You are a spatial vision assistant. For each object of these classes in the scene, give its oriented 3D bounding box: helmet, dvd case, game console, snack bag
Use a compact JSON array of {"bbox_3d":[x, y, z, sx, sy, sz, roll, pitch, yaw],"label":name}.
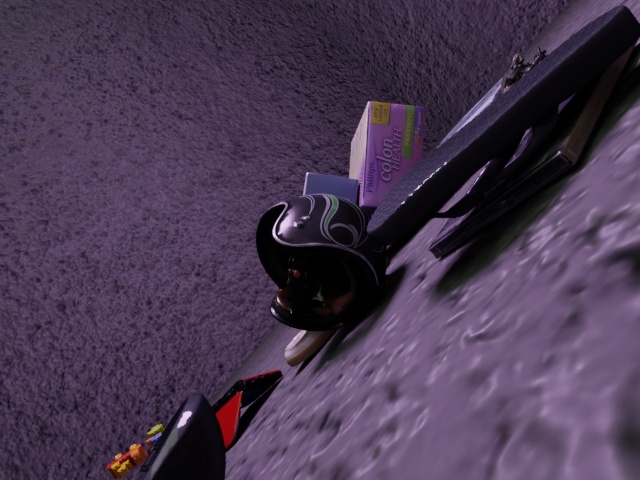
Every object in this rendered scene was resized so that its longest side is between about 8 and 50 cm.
[{"bbox_3d":[-0.001,0.018,0.580,0.169,0.169,0.161,-48,20,21],"label":"helmet"},{"bbox_3d":[0.195,-0.088,0.420,0.221,0.018,0.164,-49,-2,-32],"label":"dvd case"},{"bbox_3d":[-0.125,0.281,0.717,0.124,0.085,0.144,-3,-34,-42],"label":"game console"},{"bbox_3d":[0.468,-0.374,1.409,0.342,0.037,0.323,-48,-1,-41],"label":"snack bag"}]

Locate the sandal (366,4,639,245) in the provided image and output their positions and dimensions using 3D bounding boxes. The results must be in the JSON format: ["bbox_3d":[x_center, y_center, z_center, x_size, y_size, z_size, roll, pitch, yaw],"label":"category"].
[{"bbox_3d":[0.144,-0.076,0.357,0.254,0.054,0.097,-40,7,9],"label":"sandal"}]

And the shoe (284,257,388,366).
[{"bbox_3d":[0.015,0.090,0.674,0.219,0.058,0.076,-48,-1,-21],"label":"shoe"}]

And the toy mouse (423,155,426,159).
[{"bbox_3d":[0.267,-0.194,1.315,0.161,0.031,0.143,-43,-20,24],"label":"toy mouse"}]

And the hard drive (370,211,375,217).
[{"bbox_3d":[0.145,-0.062,0.767,0.254,0.054,0.172,-42,1,17],"label":"hard drive"}]

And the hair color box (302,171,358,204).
[{"bbox_3d":[0.000,0.000,1.062,0.374,0.113,0.185,112,165,-76],"label":"hair color box"}]

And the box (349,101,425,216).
[{"bbox_3d":[0.134,-0.151,0.999,0.243,0.117,0.214,117,158,-81],"label":"box"}]

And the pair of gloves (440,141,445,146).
[{"bbox_3d":[0.259,-0.156,1.206,0.240,0.042,0.204,-39,-12,-38],"label":"pair of gloves"}]

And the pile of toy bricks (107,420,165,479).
[{"bbox_3d":[-0.301,0.434,0.910,0.212,0.118,0.105,-31,21,-20],"label":"pile of toy bricks"}]

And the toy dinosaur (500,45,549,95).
[{"bbox_3d":[0.424,-0.352,0.987,0.268,0.064,0.118,-50,-7,-33],"label":"toy dinosaur"}]

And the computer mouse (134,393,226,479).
[{"bbox_3d":[-0.149,0.263,0.368,0.272,0.072,0.188,-61,8,-29],"label":"computer mouse"}]
